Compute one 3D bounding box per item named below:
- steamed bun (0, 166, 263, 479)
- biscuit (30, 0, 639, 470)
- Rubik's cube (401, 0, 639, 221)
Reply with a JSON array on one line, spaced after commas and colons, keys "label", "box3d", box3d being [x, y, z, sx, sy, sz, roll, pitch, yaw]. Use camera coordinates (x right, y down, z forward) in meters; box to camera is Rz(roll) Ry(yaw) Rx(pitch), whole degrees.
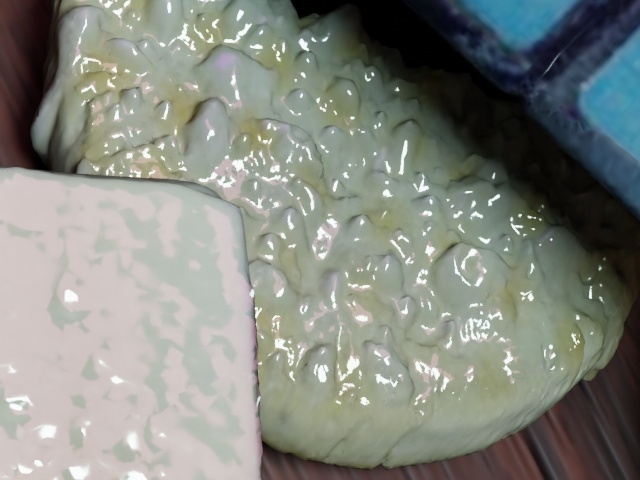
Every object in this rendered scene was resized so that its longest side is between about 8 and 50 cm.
[{"label": "steamed bun", "box3d": [-0.107, 0.100, 0.631, 0.146, 0.164, 0.241, 6, 74, -23]}, {"label": "biscuit", "box3d": [0.000, 0.000, 0.776, 0.281, 0.084, 0.179, 24, 66, -14]}, {"label": "Rubik's cube", "box3d": [0.188, -0.191, 0.745, 0.318, 0.316, 0.313, 42, 19, -5]}]
